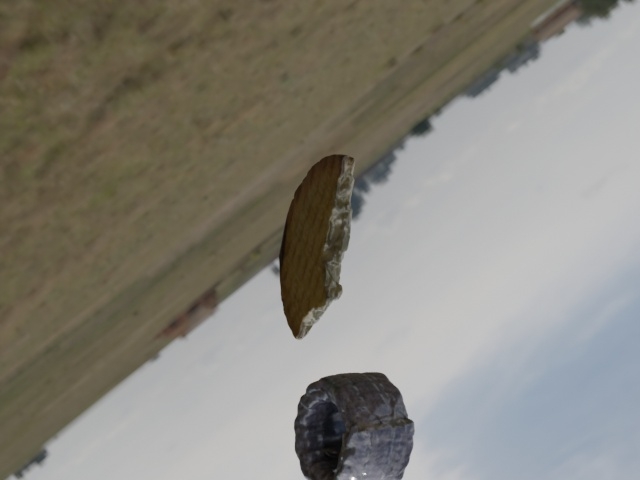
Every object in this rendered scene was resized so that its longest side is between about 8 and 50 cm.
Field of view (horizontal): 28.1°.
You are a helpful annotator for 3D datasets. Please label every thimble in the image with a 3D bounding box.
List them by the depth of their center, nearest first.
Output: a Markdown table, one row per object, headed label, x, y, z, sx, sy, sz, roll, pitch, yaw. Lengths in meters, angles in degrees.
| label | x | y | z | sx | sy | sz | roll | pitch | yaw |
| --- | --- | --- | --- | --- | --- | --- | --- | --- | --- |
| thimble | 0.039 | 0.241 | 1.598 | 0.097 | 0.150 | 0.150 | 1 | 157 | -34 |

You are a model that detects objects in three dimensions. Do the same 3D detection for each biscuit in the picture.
| label | x | y | z | sx | sy | sz | roll | pitch | yaw |
| --- | --- | --- | --- | --- | --- | --- | --- | --- | --- |
| biscuit | 0.001 | 0.000 | 1.607 | 0.031 | 0.176 | 0.228 | 6 | 129 | -30 |
